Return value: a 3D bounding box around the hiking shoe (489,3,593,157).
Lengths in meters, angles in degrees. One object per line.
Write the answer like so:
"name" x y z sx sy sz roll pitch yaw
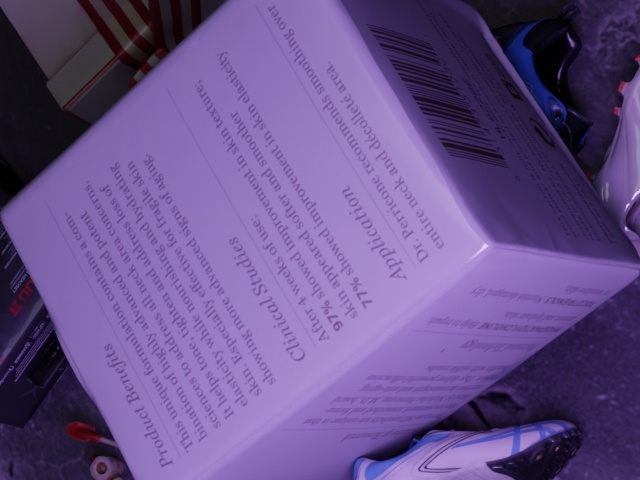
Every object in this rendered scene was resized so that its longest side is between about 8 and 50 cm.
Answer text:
"hiking shoe" 0.201 -0.084 1.737 0.132 0.113 0.304 -15 69 32

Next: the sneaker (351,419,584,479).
"sneaker" 0.139 0.203 1.652 0.086 0.237 0.085 56 148 38

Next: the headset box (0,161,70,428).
"headset box" -0.376 0.056 2.029 0.293 0.110 0.218 40 97 31

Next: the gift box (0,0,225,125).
"gift box" -0.169 -0.253 1.916 0.276 0.255 0.258 -45 58 16

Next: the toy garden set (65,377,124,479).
"toy garden set" -0.170 0.202 1.883 0.244 0.049 0.203 30 96 21

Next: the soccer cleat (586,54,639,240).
"soccer cleat" 0.314 -0.094 1.714 0.076 0.068 0.196 24 96 27

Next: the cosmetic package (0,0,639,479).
"cosmetic package" 0.000 0.000 1.589 0.394 0.327 0.329 -39 68 23
